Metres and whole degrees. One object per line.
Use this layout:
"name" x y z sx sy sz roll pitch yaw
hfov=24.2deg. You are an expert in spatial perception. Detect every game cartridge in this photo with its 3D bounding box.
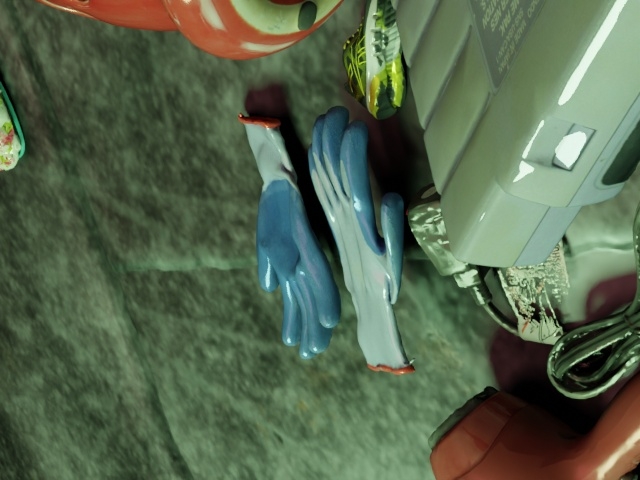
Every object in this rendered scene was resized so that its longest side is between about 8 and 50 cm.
"game cartridge" 0.108 -0.174 0.556 0.355 0.068 0.230 114 148 -51

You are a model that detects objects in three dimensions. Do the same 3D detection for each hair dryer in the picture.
"hair dryer" 0.144 0.105 0.762 0.224 0.080 0.293 2 113 47

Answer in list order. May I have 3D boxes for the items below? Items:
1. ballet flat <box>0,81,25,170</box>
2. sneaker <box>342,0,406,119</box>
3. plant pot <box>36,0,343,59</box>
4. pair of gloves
"ballet flat" -0.310 -0.153 1.129 0.091 0.077 0.241 -24 93 51
"sneaker" 0.026 -0.106 0.811 0.035 0.031 0.083 30 131 36
"plant pot" -0.071 -0.195 0.748 0.174 0.191 0.191 24 128 32
"pair of gloves" 0.000 0.000 0.872 0.198 0.023 0.159 11 116 64
